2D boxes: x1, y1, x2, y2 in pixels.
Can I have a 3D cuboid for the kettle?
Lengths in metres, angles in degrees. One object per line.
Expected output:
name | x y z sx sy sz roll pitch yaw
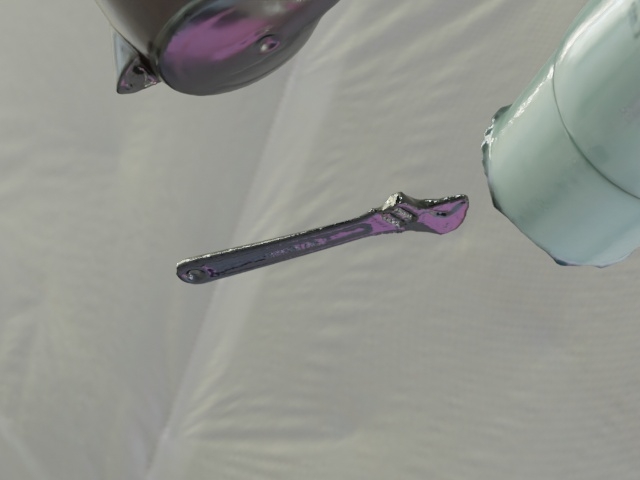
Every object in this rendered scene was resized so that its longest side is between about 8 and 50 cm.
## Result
kettle | -0.067 -0.207 0.930 0.232 0.202 0.144 62 7 22

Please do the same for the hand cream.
hand cream | 0.122 -0.080 0.277 0.085 0.058 0.331 44 -31 2

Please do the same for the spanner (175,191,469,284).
spanner | 0.000 0.000 1.064 0.208 0.012 0.046 -15 -38 17
